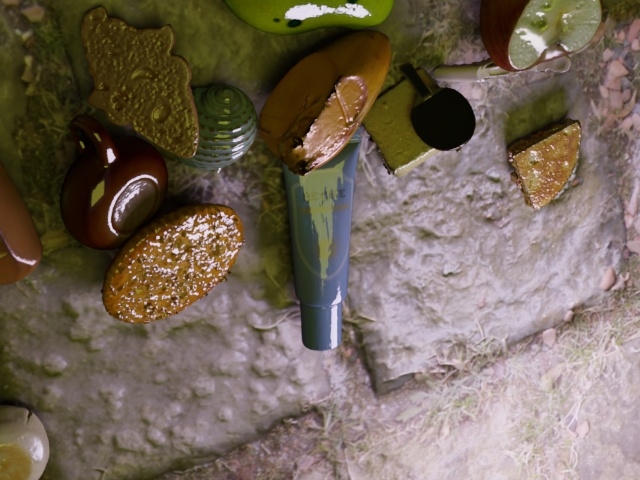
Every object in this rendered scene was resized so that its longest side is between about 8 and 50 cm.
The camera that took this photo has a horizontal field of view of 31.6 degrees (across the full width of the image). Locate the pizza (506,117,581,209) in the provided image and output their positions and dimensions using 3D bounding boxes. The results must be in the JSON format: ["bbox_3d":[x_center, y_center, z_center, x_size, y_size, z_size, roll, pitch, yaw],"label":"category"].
[{"bbox_3d":[0.377,-0.141,1.937,0.134,0.046,0.175,22,108,-29],"label":"pizza"}]

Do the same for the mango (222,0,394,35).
[{"bbox_3d":[-0.015,-0.375,1.616,0.293,0.143,0.175,3,118,-32],"label":"mango"}]

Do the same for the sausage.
[{"bbox_3d":[-0.495,-0.033,1.634,0.136,0.120,0.241,-9,124,24],"label":"sausage"}]

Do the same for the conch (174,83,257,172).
[{"bbox_3d":[-0.166,-0.164,1.699,0.135,0.102,0.153,15,112,-9],"label":"conch"}]

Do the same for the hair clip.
[{"bbox_3d":[0.295,-0.277,1.819,0.226,0.072,0.034,-11,117,-13],"label":"hair clip"}]

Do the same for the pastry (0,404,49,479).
[{"bbox_3d":[-0.521,0.345,1.851,0.156,0.092,0.156,-11,118,-22],"label":"pastry"}]

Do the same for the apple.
[{"bbox_3d":[0.333,-0.352,1.737,0.195,0.160,0.173,-20,119,-7],"label":"apple"}]

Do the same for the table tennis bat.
[{"bbox_3d":[0.178,-0.210,1.771,0.095,0.158,0.014,-33,165,0],"label":"table tennis bat"}]

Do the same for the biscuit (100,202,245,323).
[{"bbox_3d":[-0.227,0.041,1.762,0.254,0.035,0.254,-28,149,-18],"label":"biscuit"}]

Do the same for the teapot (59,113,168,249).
[{"bbox_3d":[-0.321,-0.091,1.658,0.178,0.135,0.252,-48,149,-28],"label":"teapot"}]

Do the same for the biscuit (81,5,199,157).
[{"bbox_3d":[-0.255,-0.225,1.628,0.162,0.035,0.250,-31,101,12],"label":"biscuit"}]

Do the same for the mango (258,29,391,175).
[{"bbox_3d":[0.014,-0.219,1.704,0.252,0.126,0.154,-50,153,-5],"label":"mango"}]

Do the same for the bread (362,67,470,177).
[{"bbox_3d":[0.149,-0.184,1.823,0.147,0.127,0.152,-30,90,0],"label":"bread"}]

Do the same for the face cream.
[{"bbox_3d":[0.000,0.000,1.858,0.135,0.086,0.385,-6,115,-11],"label":"face cream"}]
